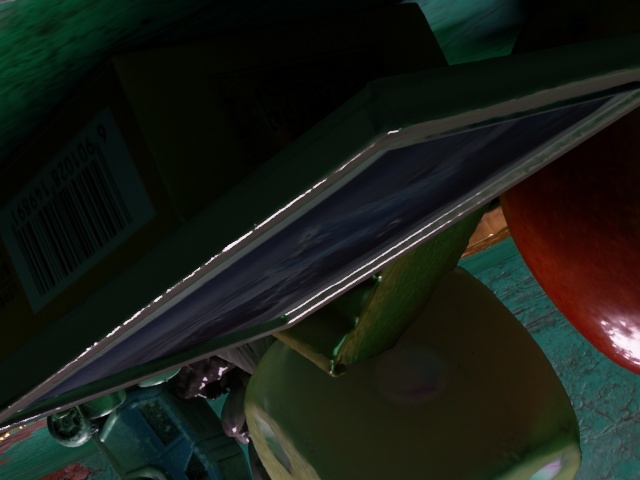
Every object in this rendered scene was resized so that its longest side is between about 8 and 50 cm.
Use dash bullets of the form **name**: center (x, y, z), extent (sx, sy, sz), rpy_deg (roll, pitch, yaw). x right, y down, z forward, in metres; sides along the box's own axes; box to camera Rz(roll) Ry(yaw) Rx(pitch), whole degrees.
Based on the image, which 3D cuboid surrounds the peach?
- **peach**: center (0.315, -0.058, 1.101), extent (0.370, 0.370, 0.370), rpy_deg (-24, 172, -4)

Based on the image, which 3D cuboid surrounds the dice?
- **dice**: center (0.088, 0.190, 1.430), extent (0.252, 0.254, 0.249), rpy_deg (-31, 148, -14)

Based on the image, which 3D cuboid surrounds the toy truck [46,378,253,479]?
- **toy truck**: center (-0.218, 0.265, 1.910), extent (0.156, 0.279, 0.155), rpy_deg (-41, 168, 15)

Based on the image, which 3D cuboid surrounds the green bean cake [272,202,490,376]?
- **green bean cake**: center (0.045, -0.017, 1.244), extent (0.233, 0.124, 0.236), rpy_deg (-60, 164, 10)

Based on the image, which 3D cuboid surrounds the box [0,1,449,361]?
- **box**: center (-0.117, -0.005, 1.015), extent (0.264, 0.115, 0.415), rpy_deg (-19, 170, -42)

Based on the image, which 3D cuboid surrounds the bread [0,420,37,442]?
- **bread**: center (-0.389, 0.179, 1.475), extent (0.222, 0.096, 0.181), rpy_deg (-29, 171, 18)

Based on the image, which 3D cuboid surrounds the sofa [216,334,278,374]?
- **sofa**: center (-0.042, 0.021, 1.565), extent (0.210, 0.176, 0.225), rpy_deg (-21, -160, -24)

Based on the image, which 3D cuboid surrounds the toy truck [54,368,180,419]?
- **toy truck**: center (-0.151, 0.048, 1.355), extent (0.259, 0.128, 0.135), rpy_deg (-25, -162, -10)

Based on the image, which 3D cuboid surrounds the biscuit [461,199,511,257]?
- **biscuit**: center (0.345, -0.064, 2.275), extent (0.355, 0.052, 0.275), rpy_deg (-28, 172, 19)

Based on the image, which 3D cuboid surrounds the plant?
- **plant**: center (-0.093, 0.195, 1.861), extent (0.146, 0.274, 0.149), rpy_deg (-26, 175, -35)

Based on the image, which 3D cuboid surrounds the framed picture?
- **framed picture**: center (0.000, 0.000, 0.888), extent (0.326, 0.028, 0.446), rpy_deg (-17, 168, -45)
